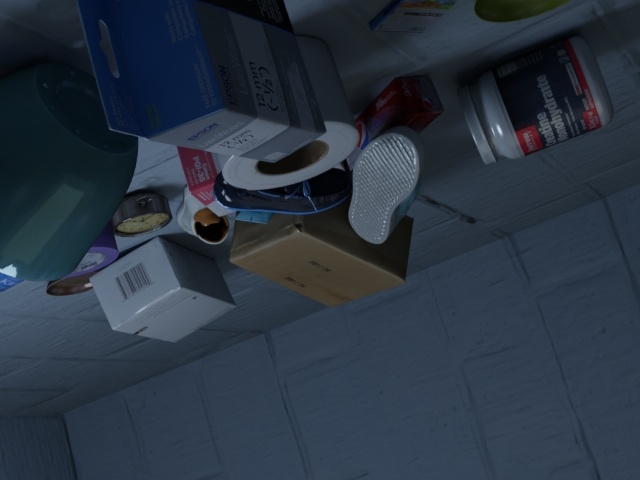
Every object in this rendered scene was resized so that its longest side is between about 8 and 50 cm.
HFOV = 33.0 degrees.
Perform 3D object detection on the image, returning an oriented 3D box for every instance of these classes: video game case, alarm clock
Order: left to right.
[{"bbox_3d":[-0.379,-0.064,2.284,0.129,0.064,0.192,-12,167,-20],"label":"alarm clock"},{"bbox_3d":[0.172,-0.395,1.797,0.119,0.015,0.166,-6,162,-35],"label":"video game case"}]

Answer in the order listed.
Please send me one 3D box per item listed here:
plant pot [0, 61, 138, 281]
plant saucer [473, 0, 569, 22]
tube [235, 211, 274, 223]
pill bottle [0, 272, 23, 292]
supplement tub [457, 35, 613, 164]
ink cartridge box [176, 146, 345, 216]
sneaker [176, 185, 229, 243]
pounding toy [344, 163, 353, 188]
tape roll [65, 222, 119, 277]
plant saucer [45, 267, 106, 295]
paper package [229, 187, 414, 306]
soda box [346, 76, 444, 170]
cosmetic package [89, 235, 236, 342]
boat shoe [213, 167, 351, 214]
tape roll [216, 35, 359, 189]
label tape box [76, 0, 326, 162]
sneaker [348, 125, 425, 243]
[{"bbox_3d":[-0.416,-0.125,1.626,0.235,0.293,0.293,-43,155,26],"label":"plant pot"},{"bbox_3d":[0.364,-0.441,1.803,0.241,0.037,0.241,-16,165,-4],"label":"plant saucer"},{"bbox_3d":[-0.093,-0.107,2.244,0.080,0.052,0.207,4,-137,35],"label":"tube"},{"bbox_3d":[-0.615,0.019,2.199,0.221,0.124,0.124,-25,164,28],"label":"pill bottle"},{"bbox_3d":[0.432,-0.278,2.174,0.272,0.191,0.191,-21,165,13],"label":"supplement tub"},{"bbox_3d":[-0.111,-0.165,2.112,0.283,0.117,0.207,-19,164,7],"label":"ink cartridge box"},{"bbox_3d":[-0.261,-0.033,2.420,0.106,0.123,0.290,-17,167,-8],"label":"sneaker"},{"bbox_3d":[0.086,-0.138,2.535,0.154,0.155,0.269,11,155,4],"label":"pounding toy"},{"bbox_3d":[-0.541,0.015,2.357,0.189,0.080,0.189,-17,165,-5],"label":"tape roll"},{"bbox_3d":[-0.600,0.096,2.684,0.168,0.029,0.168,-17,165,-5],"label":"plant saucer"},{"bbox_3d":[0.000,0.000,2.478,0.325,0.168,0.309,24,152,-31],"label":"paper package"},{"bbox_3d":[0.139,-0.236,2.205,0.092,0.083,0.263,-10,163,-29],"label":"soda box"},{"bbox_3d":[-0.392,0.133,2.758,0.217,0.156,0.385,-31,162,10],"label":"cosmetic package"},{"bbox_3d":[-0.064,-0.100,1.983,0.258,0.109,0.089,-9,147,-16],"label":"boat shoe"},{"bbox_3d":[-0.071,-0.214,1.852,0.246,0.169,0.246,-17,161,-6],"label":"tape roll"},{"bbox_3d":[-0.159,-0.255,1.466,0.115,0.249,0.347,-25,164,29],"label":"label tape box"},{"bbox_3d":[0.149,-0.144,2.219,0.150,0.135,0.366,-54,174,-30],"label":"sneaker"}]
